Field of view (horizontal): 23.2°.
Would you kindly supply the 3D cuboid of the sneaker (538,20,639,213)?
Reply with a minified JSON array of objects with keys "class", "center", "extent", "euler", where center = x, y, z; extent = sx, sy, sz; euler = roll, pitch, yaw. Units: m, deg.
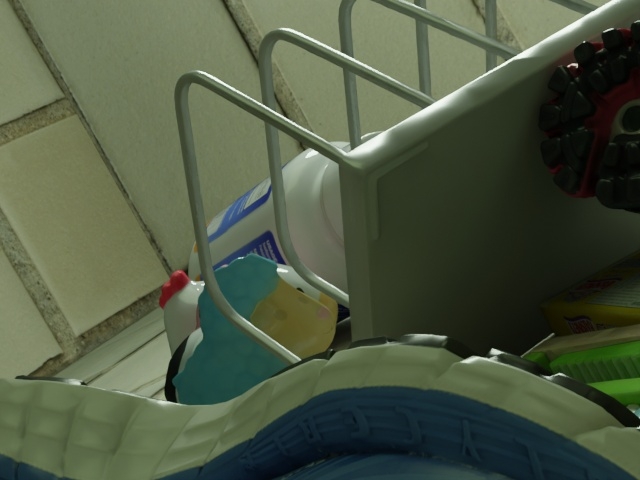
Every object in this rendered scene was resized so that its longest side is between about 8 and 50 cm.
[{"class":"sneaker","center":[0.261,-0.077,0.760],"extent":[0.299,0.120,0.112],"euler":[-7,-13,35]}]

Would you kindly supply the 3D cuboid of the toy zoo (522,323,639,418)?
[{"class":"toy zoo","center":[0.042,0.114,0.614],"extent":[0.293,0.030,0.192],"euler":[-31,4,-24]}]

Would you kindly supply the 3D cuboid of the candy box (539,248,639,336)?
[{"class":"candy box","center":[0.188,0.021,0.796],"extent":[0.105,0.027,0.206],"euler":[-30,4,-7]}]

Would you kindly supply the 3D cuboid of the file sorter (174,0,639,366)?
[{"class":"file sorter","center":[0.073,-0.052,0.914],"extent":[0.278,0.192,0.173],"euler":[-32,44,-30]}]

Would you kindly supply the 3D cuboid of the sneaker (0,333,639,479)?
[{"class":"sneaker","center":[-0.014,0.120,0.425],"extent":[0.330,0.130,0.147],"euler":[-10,50,41]}]

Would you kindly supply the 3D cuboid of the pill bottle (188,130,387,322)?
[{"class":"pill bottle","center":[0.000,0.000,1.431],"extent":[0.152,0.152,0.272],"euler":[-32,1,-36]}]

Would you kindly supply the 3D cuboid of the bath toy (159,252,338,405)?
[{"class":"bath toy","center":[-0.071,0.075,1.273],"extent":[0.151,0.129,0.348],"euler":[-30,3,-9]}]
